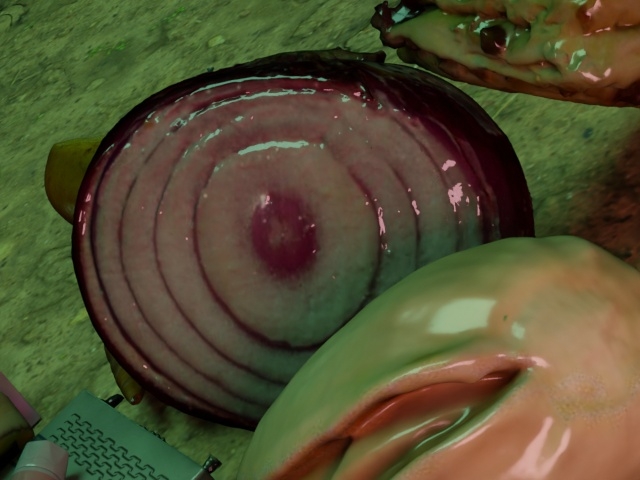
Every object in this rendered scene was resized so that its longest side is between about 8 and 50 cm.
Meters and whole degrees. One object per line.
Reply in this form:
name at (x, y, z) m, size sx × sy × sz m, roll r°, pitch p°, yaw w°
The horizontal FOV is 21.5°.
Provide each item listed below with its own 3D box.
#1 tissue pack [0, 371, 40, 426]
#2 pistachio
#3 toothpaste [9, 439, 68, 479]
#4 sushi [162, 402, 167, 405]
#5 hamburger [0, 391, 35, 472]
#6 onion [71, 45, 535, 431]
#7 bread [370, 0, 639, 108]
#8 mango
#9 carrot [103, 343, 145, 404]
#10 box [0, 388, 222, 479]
tissue pack at (-0.404, 0.197, 1.578) m, size 0.246 × 0.148 × 0.092 m, roll -45°, pitch 26°, yaw -20°
pistachio at (0.078, 0.123, 1.052) m, size 0.318 × 0.214 × 0.193 m, roll -34°, pitch 67°, yaw 24°
toothpaste at (-0.238, 0.242, 1.312) m, size 0.067 × 0.043 × 0.194 m, roll -21°, pitch 37°, yaw 30°
sushi at (-0.114, 0.041, 1.491) m, size 0.130 × 0.124 × 0.332 m, roll -26°, pitch 27°, yaw 2°
hamburger at (-0.318, 0.191, 1.505) m, size 0.081 × 0.141 × 0.126 m, roll 39°, pitch 82°, yaw 21°
onion at (0.000, 0.000, 1.257) m, size 0.337 × 0.282 × 0.260 m, roll -9°, pitch 2°, yaw 15°
bread at (0.227, -0.181, 1.203) m, size 0.324 × 0.167 × 0.277 m, roll 0°, pitch 11°, yaw -31°
mango at (-0.214, -0.064, 1.826) m, size 0.141 × 0.102 × 0.217 m, roll -25°, pitch 19°, yaw -34°
carrot at (-0.172, 0.107, 1.519) m, size 0.048 × 0.048 × 0.216 m, roll -36°, pitch 19°, yaw 4°
box at (-0.197, 0.226, 1.378) m, size 0.211 × 0.045 × 0.270 m, roll -45°, pitch 26°, yaw -16°
